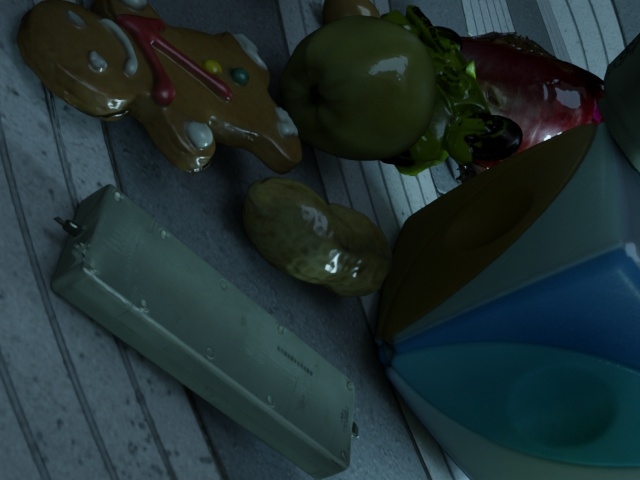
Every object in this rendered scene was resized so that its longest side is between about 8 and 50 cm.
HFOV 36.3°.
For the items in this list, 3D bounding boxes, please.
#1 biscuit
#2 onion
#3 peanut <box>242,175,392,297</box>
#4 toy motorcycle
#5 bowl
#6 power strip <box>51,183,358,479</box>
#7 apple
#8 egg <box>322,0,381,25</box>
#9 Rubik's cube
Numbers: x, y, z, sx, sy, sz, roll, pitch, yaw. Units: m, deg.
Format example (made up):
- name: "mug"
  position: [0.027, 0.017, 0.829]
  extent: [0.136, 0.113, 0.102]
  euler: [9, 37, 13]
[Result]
- name: "biscuit"
  position: [-0.140, -0.161, 0.948]
  extent: [0.340, 0.047, 0.216]
  euler: [10, 47, -52]
- name: "onion"
  position: [0.318, -0.208, 1.675]
  extent: [0.348, 0.285, 0.347]
  euler: [17, 16, -5]
- name: "peanut"
  position: [0.000, 0.000, 1.072]
  extent: [0.229, 0.103, 0.098]
  euler: [27, 87, -53]
- name: "toy motorcycle"
  position: [0.150, -0.210, 1.447]
  extent: [0.342, 0.206, 0.142]
  euler: [-108, -166, -45]
- name: "bowl"
  position: [0.418, -0.155, 1.199]
  extent: [0.211, 0.112, 0.211]
  euler: [43, 28, -30]
- name: "power strip"
  position: [-0.092, 0.085, 0.862]
  extent: [0.367, 0.043, 0.106]
  euler: [43, 35, -31]
- name: "apple"
  position: [0.047, -0.188, 1.219]
  extent: [0.200, 0.200, 0.200]
  euler: [43, 34, -39]
- name: "egg"
  position: [0.044, -0.327, 1.446]
  extent: [0.096, 0.080, 0.080]
  euler: [36, 35, -17]
- name: "Rubik's cube"
  position: [0.305, 0.101, 1.259]
  extent: [0.351, 0.347, 0.352]
  euler: [54, 26, -18]
